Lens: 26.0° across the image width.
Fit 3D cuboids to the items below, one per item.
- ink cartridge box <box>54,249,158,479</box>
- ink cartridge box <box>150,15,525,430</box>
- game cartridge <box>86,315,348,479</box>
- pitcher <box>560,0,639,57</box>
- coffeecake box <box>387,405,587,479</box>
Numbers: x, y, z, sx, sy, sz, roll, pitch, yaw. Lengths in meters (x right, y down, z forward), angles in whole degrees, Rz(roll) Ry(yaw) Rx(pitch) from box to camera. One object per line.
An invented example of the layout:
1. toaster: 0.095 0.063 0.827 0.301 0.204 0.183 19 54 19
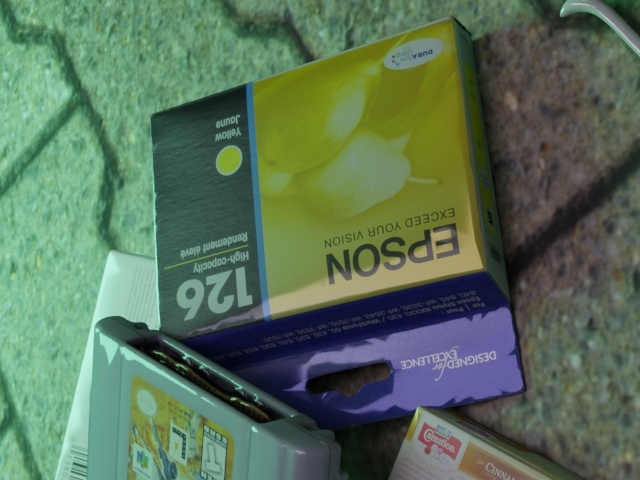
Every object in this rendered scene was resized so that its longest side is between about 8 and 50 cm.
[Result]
1. ink cartridge box: -0.116 0.162 1.253 0.239 0.060 0.275 11 86 28
2. ink cartridge box: 0.000 0.000 1.156 0.304 0.072 0.307 -15 66 23
3. game cartridge: -0.095 0.197 1.102 0.297 0.062 0.198 23 110 46
4. pitcher: 0.222 -0.214 1.035 0.207 0.125 0.177 14 104 30
5. coffeecake box: 0.108 0.238 1.038 0.142 0.068 0.185 26 96 42
